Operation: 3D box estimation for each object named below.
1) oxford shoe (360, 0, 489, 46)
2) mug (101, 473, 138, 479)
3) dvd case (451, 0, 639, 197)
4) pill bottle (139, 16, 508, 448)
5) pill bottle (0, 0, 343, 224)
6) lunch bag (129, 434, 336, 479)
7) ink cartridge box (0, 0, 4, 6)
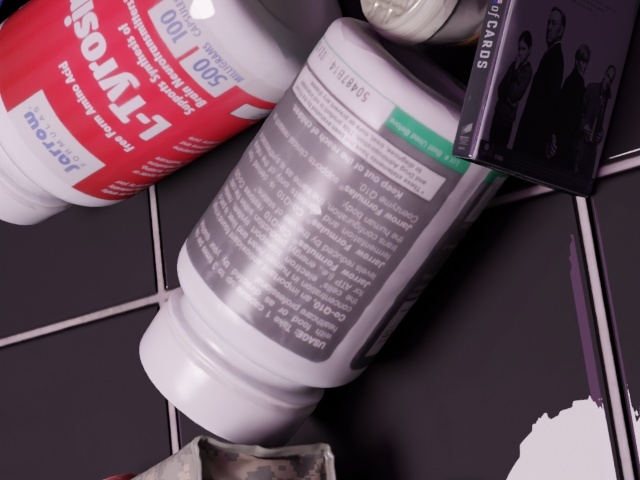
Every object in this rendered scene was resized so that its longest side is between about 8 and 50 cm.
[{"bbox_3d":[0.118,-0.359,1.173,0.169,0.130,0.449,-31,50,48],"label":"oxford shoe"},{"bbox_3d":[-0.187,0.330,1.294,0.150,0.113,0.169,-43,64,25],"label":"mug"},{"bbox_3d":[0.196,-0.166,1.042,0.029,0.179,0.239,14,91,43],"label":"dvd case"},{"bbox_3d":[0.000,0.000,1.146,0.204,0.204,0.361,46,109,32],"label":"pill bottle"},{"bbox_3d":[-0.195,-0.175,1.302,0.407,0.229,0.229,-28,67,30],"label":"pill bottle"},{"bbox_3d":[-0.095,0.345,1.133,0.235,0.169,0.287,-37,53,51],"label":"lunch bag"},{"bbox_3d":[-0.399,-0.265,1.440,0.176,0.069,0.371,-56,16,16],"label":"ink cartridge box"}]
